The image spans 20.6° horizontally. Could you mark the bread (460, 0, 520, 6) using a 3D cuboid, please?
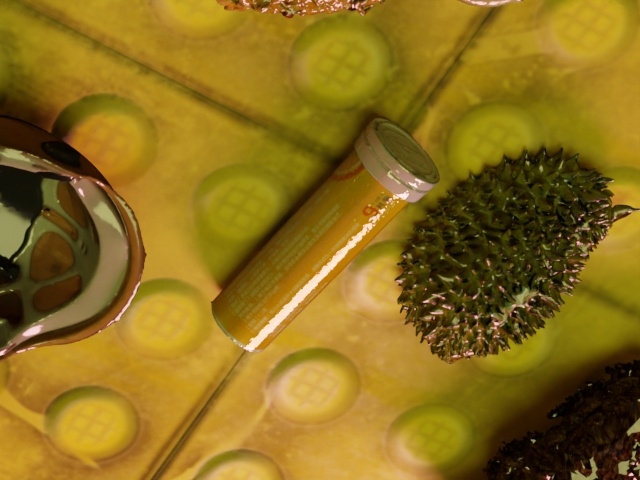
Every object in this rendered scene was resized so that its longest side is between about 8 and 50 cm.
[{"bbox_3d":[0.167,-0.308,1.279,0.286,0.056,0.207,-37,123,16],"label":"bread"}]

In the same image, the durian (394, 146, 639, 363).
[{"bbox_3d":[0.156,0.018,1.465,0.221,0.095,0.137,-44,118,12],"label":"durian"}]

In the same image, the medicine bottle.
[{"bbox_3d":[0.000,0.000,1.446,0.074,0.074,0.218,33,114,-24],"label":"medicine bottle"}]

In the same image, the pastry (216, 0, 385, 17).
[{"bbox_3d":[-0.008,-0.206,1.325,0.140,0.056,0.080,5,114,-3],"label":"pastry"}]

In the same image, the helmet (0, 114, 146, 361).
[{"bbox_3d":[-0.256,-0.016,1.369,0.224,0.130,0.198,12,123,-27],"label":"helmet"}]

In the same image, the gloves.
[{"bbox_3d":[0.246,0.235,1.589,0.210,0.135,0.312,36,109,-19],"label":"gloves"}]
